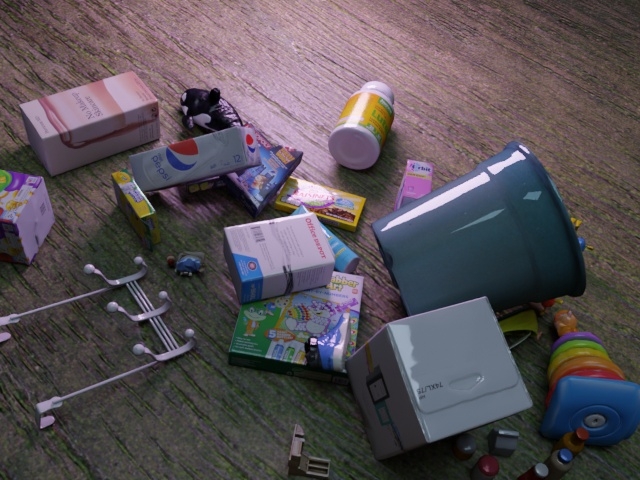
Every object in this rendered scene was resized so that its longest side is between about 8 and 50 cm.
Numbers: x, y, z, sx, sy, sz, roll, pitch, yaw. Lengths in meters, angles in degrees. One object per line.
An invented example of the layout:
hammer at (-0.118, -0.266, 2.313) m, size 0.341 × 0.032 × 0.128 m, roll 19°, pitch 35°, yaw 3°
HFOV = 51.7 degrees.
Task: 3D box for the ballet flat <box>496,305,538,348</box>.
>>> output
ballet flat at (0.364, 0.199, 1.396) m, size 0.230 × 0.077 × 0.077 m, roll -12°, pitch 76°, yaw -20°

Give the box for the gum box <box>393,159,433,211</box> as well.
gum box at (0.210, -0.083, 1.540) m, size 0.062 × 0.188 × 0.107 m, roll 11°, pitch 56°, yaw 1°

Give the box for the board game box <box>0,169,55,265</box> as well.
board game box at (-0.739, -0.064, 1.405) m, size 0.275 × 0.144 × 0.142 m, roll 10°, pitch 49°, yaw 1°

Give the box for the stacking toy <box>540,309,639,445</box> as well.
stacking toy at (0.523, 0.250, 1.341) m, size 0.165 × 0.175 × 0.302 m, roll 6°, pitch 35°, yaw 3°

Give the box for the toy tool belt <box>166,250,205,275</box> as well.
toy tool belt at (-0.293, 0.052, 1.434) m, size 0.083 × 0.052 × 0.051 m, roll -2°, pitch 41°, yaw -9°

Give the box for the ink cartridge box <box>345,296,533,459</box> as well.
ink cartridge box at (0.192, 0.249, 1.161) m, size 0.198 × 0.270 × 0.197 m, roll -12°, pitch 70°, yaw -19°

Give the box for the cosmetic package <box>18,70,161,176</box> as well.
cosmetic package at (-0.564, -0.295, 1.640) m, size 0.296 × 0.129 × 0.153 m, roll -28°, pitch 60°, yaw -28°

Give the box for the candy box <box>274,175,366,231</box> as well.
candy box at (0.000, -0.091, 1.617) m, size 0.205 × 0.027 × 0.105 m, roll 17°, pitch 47°, yaw 6°

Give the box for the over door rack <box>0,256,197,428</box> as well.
over door rack at (-0.436, 0.173, 1.271) m, size 0.324 × 0.108 × 0.239 m, roll -26°, pitch 57°, yaw -27°

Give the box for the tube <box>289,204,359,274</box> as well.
tube at (0.000, 0.000, 1.526) m, size 0.080 × 0.052 × 0.207 m, roll -41°, pitch 62°, yaw -20°

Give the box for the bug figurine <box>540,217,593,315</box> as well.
bug figurine at (0.498, 0.039, 1.549) m, size 0.216 × 0.072 × 0.279 m, roll 28°, pitch 56°, yaw 23°

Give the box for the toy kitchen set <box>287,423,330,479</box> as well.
toy kitchen set at (-0.016, 0.372, 1.176) m, size 0.075 × 0.083 × 0.068 m, roll 10°, pitch 49°, yaw 0°

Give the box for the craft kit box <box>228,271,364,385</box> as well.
craft kit box at (-0.044, 0.163, 1.375) m, size 0.249 × 0.061 × 0.247 m, roll 10°, pitch 46°, yaw 0°

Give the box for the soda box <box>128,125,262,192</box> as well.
soda box at (-0.286, -0.183, 1.509) m, size 0.286 × 0.091 × 0.098 m, roll -11°, pitch 4°, yaw 19°

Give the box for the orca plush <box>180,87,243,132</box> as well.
orca plush at (-0.281, -0.340, 1.711) m, size 0.151 × 0.102 × 0.287 m, roll -14°, pitch 43°, yaw -20°

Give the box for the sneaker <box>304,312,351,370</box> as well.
sneaker at (0.012, 0.193, 1.282) m, size 0.084 × 0.058 × 0.152 m, roll 0°, pitch 35°, yaw 12°

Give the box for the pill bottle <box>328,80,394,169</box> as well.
pill bottle at (0.119, -0.314, 1.753) m, size 0.136 × 0.136 × 0.246 m, roll 18°, pitch 49°, yaw 7°

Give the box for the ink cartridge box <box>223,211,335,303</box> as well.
ink cartridge box at (-0.089, 0.034, 1.387) m, size 0.203 × 0.086 × 0.148 m, roll -10°, pitch 52°, yaw -18°

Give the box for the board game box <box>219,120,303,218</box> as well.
board game box at (-0.147, -0.185, 1.606) m, size 0.194 × 0.060 × 0.194 m, roll -38°, pitch 80°, yaw -25°

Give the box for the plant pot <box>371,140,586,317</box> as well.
plant pot at (0.301, 0.018, 1.348) m, size 0.334 × 0.341 × 0.341 m, roll -22°, pitch 53°, yaw 2°

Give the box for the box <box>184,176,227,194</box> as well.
box at (-0.246, -0.185, 1.654) m, size 0.206 × 0.036 × 0.114 m, roll -13°, pitch 53°, yaw -19°

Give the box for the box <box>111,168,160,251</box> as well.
box at (-0.409, -0.065, 1.482) m, size 0.043 × 0.105 × 0.179 m, roll -24°, pitch 57°, yaw -23°

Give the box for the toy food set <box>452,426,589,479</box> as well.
toy food set at (0.368, 0.390, 1.204) m, size 0.232 × 0.105 × 0.111 m, roll 8°, pitch 49°, yaw -2°
